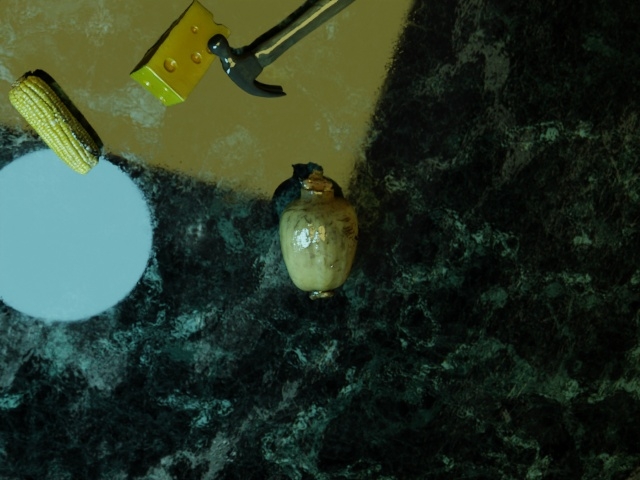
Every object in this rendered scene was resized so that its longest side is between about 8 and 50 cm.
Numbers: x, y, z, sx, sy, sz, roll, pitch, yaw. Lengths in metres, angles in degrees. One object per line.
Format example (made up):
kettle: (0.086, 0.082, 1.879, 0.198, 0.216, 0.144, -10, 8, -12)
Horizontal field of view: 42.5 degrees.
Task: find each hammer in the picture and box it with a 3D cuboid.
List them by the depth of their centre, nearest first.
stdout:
hammer: (0.015, -0.419, 1.466, 0.440, 0.044, 0.168, -37, 129, 6)

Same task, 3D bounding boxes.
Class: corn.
corn: (-0.473, -0.206, 1.476, 0.072, 0.072, 0.203, -34, 113, 4)

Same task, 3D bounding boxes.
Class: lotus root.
lotus root: (0.000, 0.000, 1.595, 0.155, 0.140, 0.256, -5, 117, -1)

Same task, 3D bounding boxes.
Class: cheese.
cheese: (-0.242, -0.336, 1.470, 0.093, 0.126, 0.171, 39, 79, -21)
